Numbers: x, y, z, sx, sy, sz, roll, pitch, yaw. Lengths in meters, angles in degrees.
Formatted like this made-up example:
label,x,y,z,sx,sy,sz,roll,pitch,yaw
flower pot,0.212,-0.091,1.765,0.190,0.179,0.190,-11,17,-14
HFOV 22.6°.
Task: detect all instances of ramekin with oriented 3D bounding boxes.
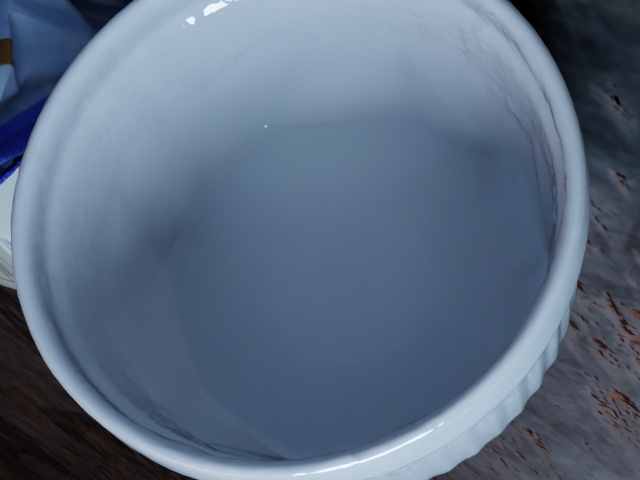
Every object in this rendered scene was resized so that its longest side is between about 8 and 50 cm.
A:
label,x,y,z,sx,sy,sz,roll,pitch,yaw
ramekin,0.000,0.000,0.600,0.207,0.207,0.109,26,168,22

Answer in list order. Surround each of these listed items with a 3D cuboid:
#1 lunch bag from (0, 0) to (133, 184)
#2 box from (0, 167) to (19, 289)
label,x,y,z,sx,sy,sz,roll,pitch,yaw
lunch bag,-0.244,-0.152,0.535,0.328,0.239,0.385,30,-167,9
box,-0.203,-0.074,0.855,0.232,0.127,0.148,12,150,46
